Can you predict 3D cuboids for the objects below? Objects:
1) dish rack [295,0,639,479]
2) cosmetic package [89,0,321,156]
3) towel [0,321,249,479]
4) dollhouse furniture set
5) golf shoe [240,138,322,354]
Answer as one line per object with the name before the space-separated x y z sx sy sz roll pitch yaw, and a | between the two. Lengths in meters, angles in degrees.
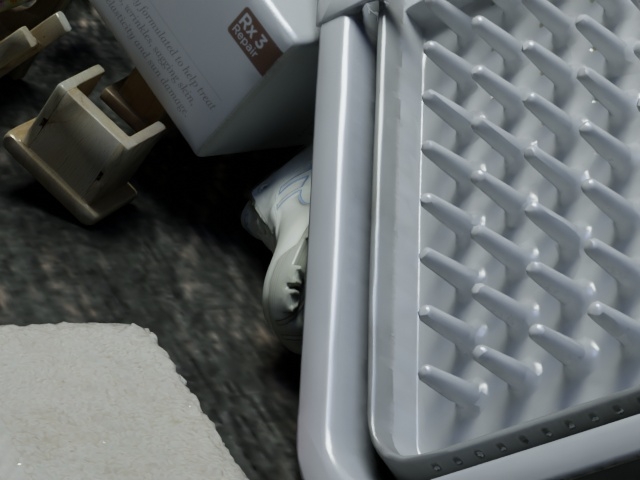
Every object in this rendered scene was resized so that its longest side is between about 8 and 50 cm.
dish rack | 0.121 -0.059 0.681 0.072 0.285 0.333 34 46 -38
cosmetic package | 0.003 -0.115 0.907 0.231 0.085 0.117 -10 60 -52
towel | -0.094 0.109 0.561 0.187 0.049 0.282 -1 29 -25
dollhouse furniture set | -0.122 -0.086 0.911 0.161 0.101 0.182 44 33 7
golf shoe | 0.000 0.000 0.810 0.086 0.069 0.176 -9 23 26
